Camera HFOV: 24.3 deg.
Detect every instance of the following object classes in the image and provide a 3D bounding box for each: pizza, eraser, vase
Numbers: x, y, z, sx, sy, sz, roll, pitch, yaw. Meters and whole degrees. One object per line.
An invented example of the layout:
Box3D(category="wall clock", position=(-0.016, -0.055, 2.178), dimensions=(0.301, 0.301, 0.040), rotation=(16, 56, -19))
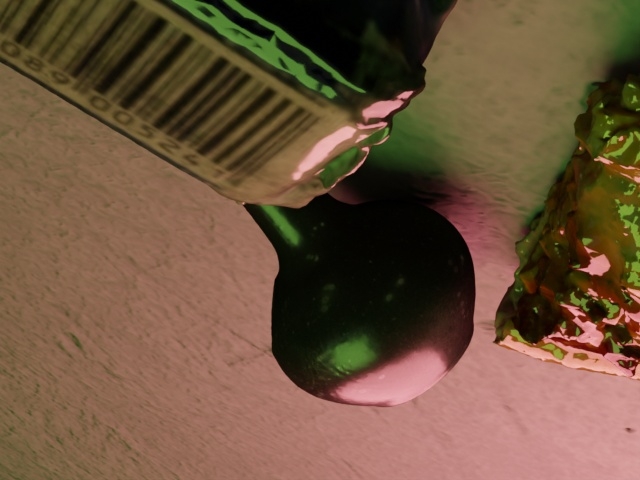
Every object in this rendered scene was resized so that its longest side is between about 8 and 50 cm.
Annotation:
Box3D(category="pizza", position=(0.182, 0.007, 0.696), dimensions=(0.289, 0.081, 0.229), rotation=(-2, 142, 36))
Box3D(category="eraser", position=(-0.111, -0.141, 0.628), dimensions=(0.332, 0.101, 0.155), rotation=(32, 149, -15))
Box3D(category="vase", position=(0.000, 0.000, 0.781), dimensions=(0.120, 0.120, 0.183), rotation=(-21, 114, 49))
